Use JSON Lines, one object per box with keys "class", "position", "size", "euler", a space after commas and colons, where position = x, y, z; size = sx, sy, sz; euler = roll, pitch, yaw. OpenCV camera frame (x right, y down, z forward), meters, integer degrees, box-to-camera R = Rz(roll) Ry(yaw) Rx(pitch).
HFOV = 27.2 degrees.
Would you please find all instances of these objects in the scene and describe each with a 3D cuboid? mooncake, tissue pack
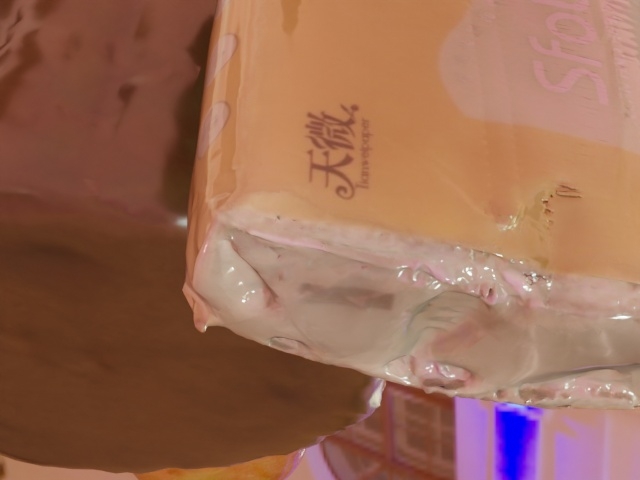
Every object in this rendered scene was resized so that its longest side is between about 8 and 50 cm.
{"class": "mooncake", "position": [-0.112, -0.012, 0.707], "size": [0.324, 0.324, 0.187], "euler": [2, -123, 12]}
{"class": "tissue pack", "position": [0.047, -0.047, 0.507], "size": [0.186, 0.090, 0.222], "euler": [11, -136, -8]}

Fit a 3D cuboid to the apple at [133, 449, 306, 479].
{"class": "apple", "position": [-0.135, 0.189, 1.550], "size": [0.253, 0.253, 0.253], "euler": [-4, -148, 2]}
